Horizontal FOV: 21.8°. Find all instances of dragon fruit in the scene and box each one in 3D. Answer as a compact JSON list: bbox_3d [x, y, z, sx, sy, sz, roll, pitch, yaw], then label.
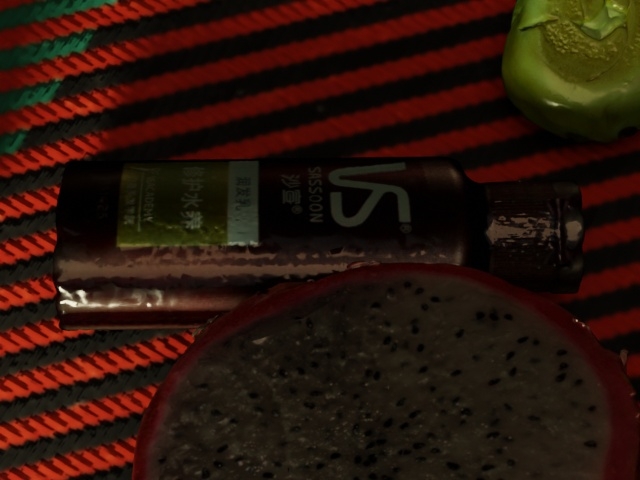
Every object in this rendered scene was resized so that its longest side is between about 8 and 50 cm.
[{"bbox_3d":[0.049,0.183,0.931,0.306,0.225,0.305,-8,44,8],"label":"dragon fruit"}]

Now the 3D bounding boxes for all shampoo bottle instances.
[{"bbox_3d":[0.000,0.000,1.039,0.323,0.084,0.129,0,43,0],"label":"shampoo bottle"}]

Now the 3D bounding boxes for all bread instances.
[{"bbox_3d":[0.181,-0.129,1.092,0.130,0.071,0.139,-5,72,0],"label":"bread"}]
